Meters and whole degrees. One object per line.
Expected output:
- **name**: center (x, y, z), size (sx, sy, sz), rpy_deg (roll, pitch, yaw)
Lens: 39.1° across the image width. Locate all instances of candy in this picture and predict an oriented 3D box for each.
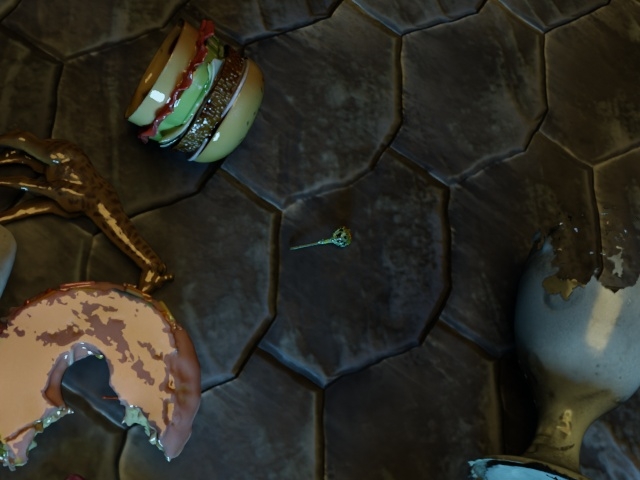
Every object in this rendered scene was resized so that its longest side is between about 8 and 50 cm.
- **candy**: center (0.000, 0.000, 1.131), size (0.083, 0.025, 0.023), rpy_deg (-10, 29, -12)

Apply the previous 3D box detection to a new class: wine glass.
- **wine glass**: center (0.306, 0.145, 1.074), size (0.190, 0.190, 0.357), rpy_deg (25, 67, -6)

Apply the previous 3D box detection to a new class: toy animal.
- **toy animal**: center (-0.285, -0.037, 1.042), size (0.275, 0.054, 0.149), rpy_deg (22, 67, -8)

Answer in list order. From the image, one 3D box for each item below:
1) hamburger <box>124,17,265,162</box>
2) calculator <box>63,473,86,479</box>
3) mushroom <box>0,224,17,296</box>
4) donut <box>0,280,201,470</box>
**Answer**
- **hamburger**: center (-0.142, -0.173, 1.082), size (0.137, 0.175, 0.175), rpy_deg (28, 63, -19)
- **calculator**: center (-0.227, 0.341, 0.917), size (0.190, 0.034, 0.126), rpy_deg (40, 65, 3)
- **mushroom**: center (-0.382, 0.071, 0.915), size (0.116, 0.093, 0.225), rpy_deg (-15, 42, 14)
- **donut**: center (-0.247, 0.143, 0.961), size (0.233, 0.085, 0.199), rpy_deg (2, 69, -16)
